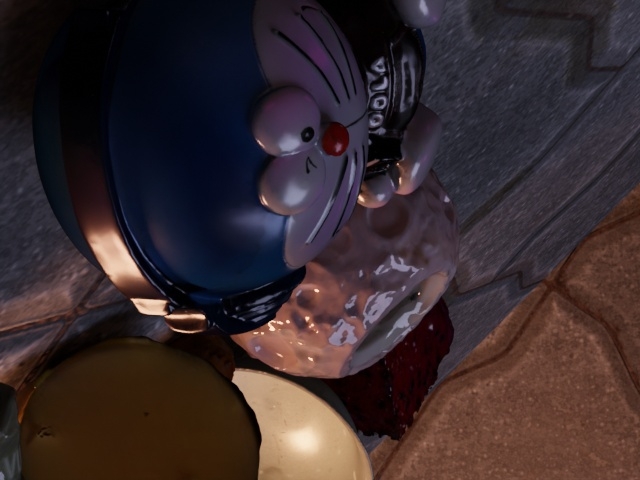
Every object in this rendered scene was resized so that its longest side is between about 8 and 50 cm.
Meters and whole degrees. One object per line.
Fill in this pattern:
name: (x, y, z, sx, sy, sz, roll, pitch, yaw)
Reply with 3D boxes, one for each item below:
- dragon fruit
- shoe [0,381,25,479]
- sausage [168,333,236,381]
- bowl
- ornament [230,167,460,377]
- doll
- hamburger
dragon fruit: (0.088, 0.174, 1.835, 0.302, 0.240, 0.330, -35, 163, 34)
shoe: (-0.377, 0.176, 1.051, 0.293, 0.109, 0.149, 0, 98, -41)
sausage: (-0.231, 0.235, 1.499, 0.330, 0.102, 0.102, -43, 163, 2)
bowl: (-0.069, 0.252, 1.699, 0.313, 0.313, 0.146, -54, -172, 34)
ornament: (0.000, 0.000, 1.221, 0.259, 0.225, 0.259, -39, 162, -15)
doll: (-0.056, -0.089, 0.885, 0.310, 0.240, 0.284, -44, 129, -48)
hamburger: (-0.219, 0.254, 1.330, 0.276, 0.276, 0.237, -30, 170, -37)
